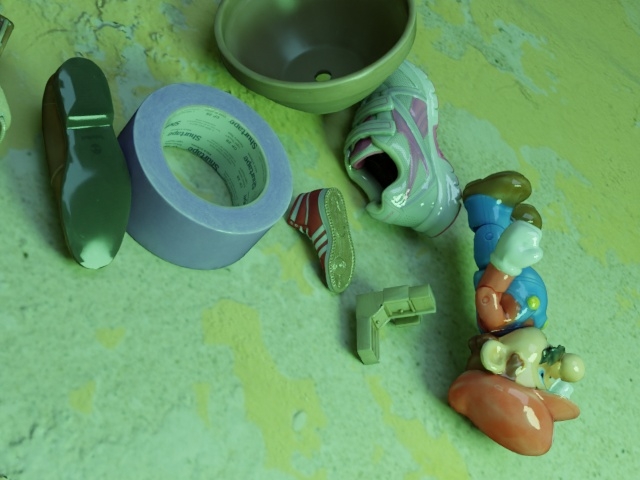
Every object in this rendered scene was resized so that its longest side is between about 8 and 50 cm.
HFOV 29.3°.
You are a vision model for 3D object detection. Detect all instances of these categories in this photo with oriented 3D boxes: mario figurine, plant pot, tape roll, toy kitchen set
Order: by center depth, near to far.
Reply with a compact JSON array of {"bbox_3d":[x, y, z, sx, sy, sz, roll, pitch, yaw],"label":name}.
[{"bbox_3d":[-0.129,-0.069,1.300,0.189,0.080,0.189,19,51,-25],"label":"tape roll"},{"bbox_3d":[0.088,0.100,1.354,0.068,0.083,0.075,62,23,-51],"label":"toy kitchen set"},{"bbox_3d":[0.244,0.087,1.388,0.198,0.170,0.321,18,58,-32],"label":"mario figurine"},{"bbox_3d":[-0.003,-0.229,1.456,0.237,0.110,0.237,-3,51,4],"label":"plant pot"}]

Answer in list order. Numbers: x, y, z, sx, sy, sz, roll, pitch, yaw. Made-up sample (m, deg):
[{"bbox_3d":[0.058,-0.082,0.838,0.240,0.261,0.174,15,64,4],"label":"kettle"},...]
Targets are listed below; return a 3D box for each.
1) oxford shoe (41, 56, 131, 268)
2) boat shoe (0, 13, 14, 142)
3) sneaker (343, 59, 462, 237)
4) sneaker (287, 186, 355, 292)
[{"bbox_3d":[-0.241,-0.071,1.231,0.076,0.076,0.212,3,74,-38],"label":"oxford shoe"},{"bbox_3d":[-0.346,-0.119,1.146,0.116,0.123,0.324,20,51,-27],"label":"boat shoe"},{"bbox_3d":[0.083,-0.126,1.483,0.111,0.103,0.252,4,57,-37],"label":"sneaker"},{"bbox_3d":[0.000,0.000,1.382,0.042,0.067,0.118,-11,97,-44],"label":"sneaker"}]
